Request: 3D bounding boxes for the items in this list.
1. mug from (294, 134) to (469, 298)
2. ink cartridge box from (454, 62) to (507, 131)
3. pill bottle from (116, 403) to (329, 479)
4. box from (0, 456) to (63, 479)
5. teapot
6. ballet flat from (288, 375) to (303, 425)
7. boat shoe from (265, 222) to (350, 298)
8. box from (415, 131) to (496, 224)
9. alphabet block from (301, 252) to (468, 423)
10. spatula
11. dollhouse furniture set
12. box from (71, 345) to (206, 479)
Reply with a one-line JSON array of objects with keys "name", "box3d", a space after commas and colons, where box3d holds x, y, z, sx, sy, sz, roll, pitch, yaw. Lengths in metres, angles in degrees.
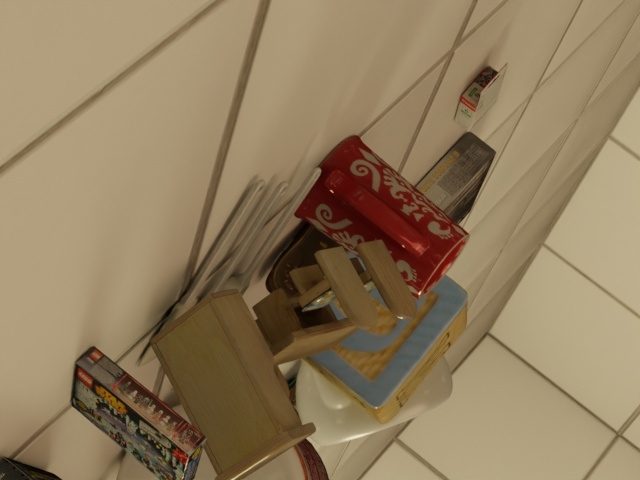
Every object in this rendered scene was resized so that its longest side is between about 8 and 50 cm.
[{"name": "mug", "box3d": [0.063, -0.016, 1.658, 0.113, 0.169, 0.150, -57, 167, 28]}, {"name": "ink cartridge box", "box3d": [0.215, -0.199, 2.044, 0.063, 0.029, 0.115, -48, 166, -19]}, {"name": "pill bottle", "box3d": [-0.104, 0.323, 1.898, 0.224, 0.224, 0.392, -51, 168, -4]}, {"name": "box", "box3d": [-0.329, 0.314, 1.423, 0.232, 0.059, 0.183, -50, 167, -8]}, {"name": "teapot", "box3d": [0.066, 0.182, 2.264, 0.252, 0.187, 0.256, -20, 178, -20]}, {"name": "ballet flat", "box3d": [-0.062, 0.276, 2.303, 0.206, 0.067, 0.073, -40, 164, -46]}, {"name": "boat shoe", "box3d": [0.000, 0.001, 1.765, 0.178, 0.064, 0.060, -45, -163, -24]}, {"name": "box", "box3d": [0.155, -0.030, 2.245, 0.231, 0.056, 0.183, -47, 167, -26]}, {"name": "alphabet block", "box3d": [0.069, 0.106, 2.006, 0.193, 0.192, 0.197, -49, 167, -7]}, {"name": "spatula", "box3d": [-0.091, 0.022, 1.568, 0.242, 0.019, 0.168, -57, 162, 24]}, {"name": "dollhouse furniture set", "box3d": [-0.031, 0.131, 1.548, 0.212, 0.161, 0.242, -37, 165, 33]}, {"name": "box", "box3d": [-0.169, 0.167, 1.398, 0.027, 0.137, 0.094, -45, 166, -31]}]
